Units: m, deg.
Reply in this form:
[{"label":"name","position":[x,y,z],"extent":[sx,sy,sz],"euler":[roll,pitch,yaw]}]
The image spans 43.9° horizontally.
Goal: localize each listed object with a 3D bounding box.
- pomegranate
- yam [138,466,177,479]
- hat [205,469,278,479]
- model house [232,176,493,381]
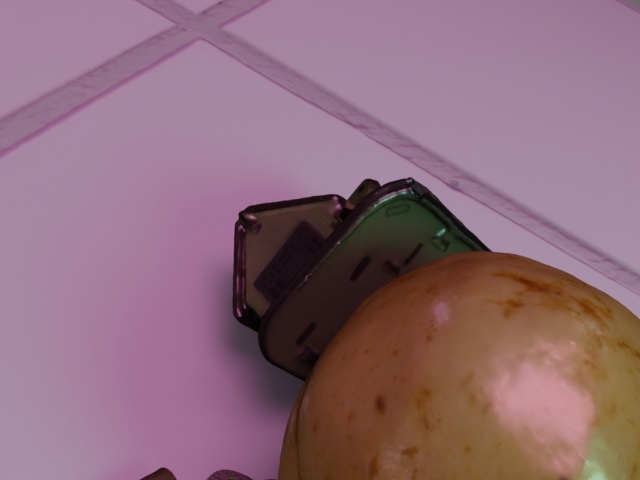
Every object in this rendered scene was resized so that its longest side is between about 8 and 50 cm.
[{"label":"pomegranate","position":[0.115,0.185,0.567],"extent":[0.343,0.342,0.342],"euler":[13,43,-12]},{"label":"yam","position":[-0.242,0.240,0.540],"extent":[0.327,0.045,0.045],"euler":[-19,25,-39]},{"label":"hat","position":[-0.055,0.214,0.653],"extent":[0.087,0.042,0.058],"euler":[26,41,3]},{"label":"model house","position":[0.000,0.000,0.805],"extent":[0.218,0.205,0.279],"euler":[38,4,-44]}]
